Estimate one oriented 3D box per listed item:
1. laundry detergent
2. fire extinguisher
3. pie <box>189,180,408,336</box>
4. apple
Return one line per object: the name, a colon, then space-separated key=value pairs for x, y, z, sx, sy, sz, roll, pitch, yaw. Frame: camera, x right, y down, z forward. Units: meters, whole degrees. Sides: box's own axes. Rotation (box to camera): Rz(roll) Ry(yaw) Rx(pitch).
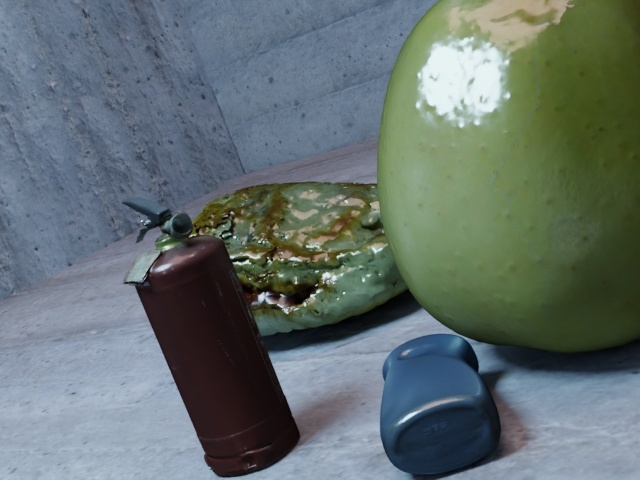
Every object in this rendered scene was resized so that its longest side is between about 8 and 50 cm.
laundry detergent: x=0.097 y=0.131 z=0.815 sx=0.096 sy=0.061 sz=0.206 roll=-25 pitch=10 yaw=6
fire extinguisher: x=-0.113 y=0.082 z=0.880 sx=0.104 sy=0.269 sz=0.105 roll=-20 pitch=12 yaw=4
pie: x=0.021 y=-0.002 z=1.283 sx=0.417 sy=0.181 sz=0.395 roll=-12 pitch=12 yaw=10
apple: x=0.224 y=-0.075 z=0.870 sx=0.357 sy=0.357 sz=0.357 roll=-20 pitch=12 yaw=4
